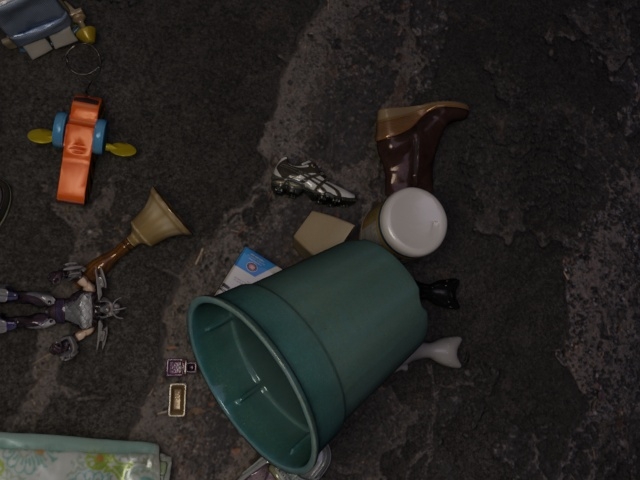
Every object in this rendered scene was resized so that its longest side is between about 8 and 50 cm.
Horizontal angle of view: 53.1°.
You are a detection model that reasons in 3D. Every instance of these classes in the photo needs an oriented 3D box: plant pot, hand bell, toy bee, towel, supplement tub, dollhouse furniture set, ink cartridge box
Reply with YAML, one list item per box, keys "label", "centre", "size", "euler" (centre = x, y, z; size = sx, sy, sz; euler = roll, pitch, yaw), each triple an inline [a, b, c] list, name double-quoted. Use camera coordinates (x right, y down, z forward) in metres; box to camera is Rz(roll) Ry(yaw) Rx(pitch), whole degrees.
- label: "plant pot"
  centre: [-0.005, 0.177, 1.157]
  size: [0.334, 0.341, 0.341]
  euler: [-29, 87, -33]
- label: "hand bell"
  centre: [-0.391, 0.013, 1.284]
  size: [0.242, 0.126, 0.126]
  euler: [-39, 91, -5]
- label: "toy bee"
  centre: [-0.461, -0.225, 1.289]
  size: [0.195, 0.162, 0.298]
  euler: [30, 98, -16]
- label: "towel"
  centre: [-0.451, 0.501, 1.088]
  size: [0.374, 0.090, 0.321]
  euler: [13, 57, -23]
- label: "supplement tub"
  centre: [0.169, -0.022, 1.369]
  size: [0.144, 0.199, 0.144]
  euler: [3, 78, -13]
- label: "dollhouse furniture set"
  centre: [-0.582, -0.364, 1.196]
  size: [0.303, 0.286, 0.198]
  euler: [-25, 86, -6]
- label: "plant pot"
  centre: [0.000, 0.000, 1.377]
  size: [0.096, 0.109, 0.109]
  euler: [33, 73, 8]
- label: "dollhouse furniture set"
  centre: [-0.258, 0.289, 1.258]
  size: [0.091, 0.081, 0.114]
  euler: [3, 78, -14]
- label: "ink cartridge box"
  centre: [-0.149, 0.140, 1.313]
  size: [0.148, 0.086, 0.203]
  euler: [33, 73, -7]

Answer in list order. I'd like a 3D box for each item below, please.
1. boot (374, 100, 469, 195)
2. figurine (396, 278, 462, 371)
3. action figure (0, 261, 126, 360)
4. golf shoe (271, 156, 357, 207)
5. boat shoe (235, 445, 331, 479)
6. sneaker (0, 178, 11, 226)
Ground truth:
- label: "boot"
  centre: [0.247, -0.216, 1.505]
  size: [0.248, 0.090, 0.207]
  euler: [-9, 94, -18]
- label: "figurine"
  centre: [0.218, 0.181, 1.406]
  size: [0.209, 0.092, 0.215]
  euler: [3, 79, -18]
- label: "action figure"
  centre: [-0.514, 0.134, 1.210]
  size: [0.284, 0.099, 0.185]
  euler: [0, 86, -12]
- label: "golf shoe"
  centre: [-0.008, -0.130, 1.410]
  size: [0.198, 0.077, 0.094]
  euler: [14, 76, -13]
- label: "boat shoe"
  centre: [-0.112, 0.488, 1.244]
  size: [0.320, 0.103, 0.118]
  euler: [-26, 86, -18]
- label: "sneaker"
  centre: [-0.668, -0.033, 1.195]
  size: [0.083, 0.118, 0.222]
  euler: [34, 73, -6]
